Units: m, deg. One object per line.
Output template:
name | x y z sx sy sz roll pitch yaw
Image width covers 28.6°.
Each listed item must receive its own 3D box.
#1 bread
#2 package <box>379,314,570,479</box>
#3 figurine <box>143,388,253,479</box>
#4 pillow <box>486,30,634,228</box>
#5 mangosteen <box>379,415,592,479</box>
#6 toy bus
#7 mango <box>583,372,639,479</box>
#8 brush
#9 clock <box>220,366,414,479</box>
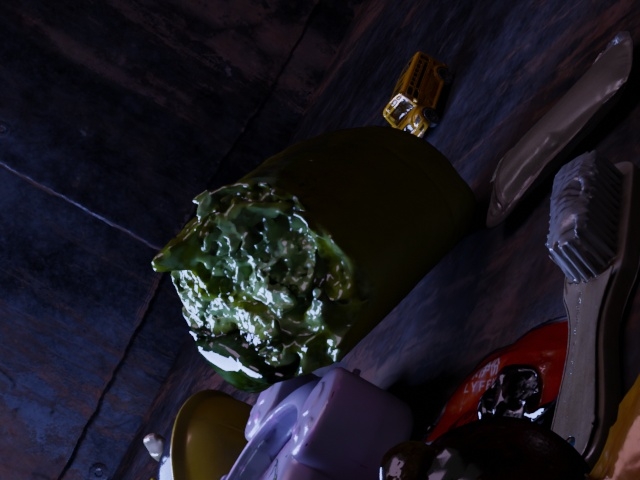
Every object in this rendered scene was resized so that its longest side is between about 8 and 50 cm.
bread | 0.000 0.000 1.335 0.251 0.208 0.376 -23 6 35
package | 0.107 0.172 0.998 0.269 0.071 0.194 -43 13 -26
figurine | -0.143 0.298 1.544 0.257 0.167 0.192 -47 37 46
pillow | 0.236 -0.110 1.249 0.232 0.038 0.130 -50 10 39
mangosteen | 0.098 0.177 0.773 0.152 0.152 0.152 -56 10 16
toy bus | 0.144 -0.212 1.899 0.069 0.074 0.162 -48 14 43
mango | 0.235 0.037 0.559 0.257 0.138 0.187 -55 -8 0
brush | 0.195 0.039 0.936 0.070 0.065 0.327 -37 23 39
clock | -0.040 0.282 1.247 0.322 0.113 0.295 -62 11 -11
